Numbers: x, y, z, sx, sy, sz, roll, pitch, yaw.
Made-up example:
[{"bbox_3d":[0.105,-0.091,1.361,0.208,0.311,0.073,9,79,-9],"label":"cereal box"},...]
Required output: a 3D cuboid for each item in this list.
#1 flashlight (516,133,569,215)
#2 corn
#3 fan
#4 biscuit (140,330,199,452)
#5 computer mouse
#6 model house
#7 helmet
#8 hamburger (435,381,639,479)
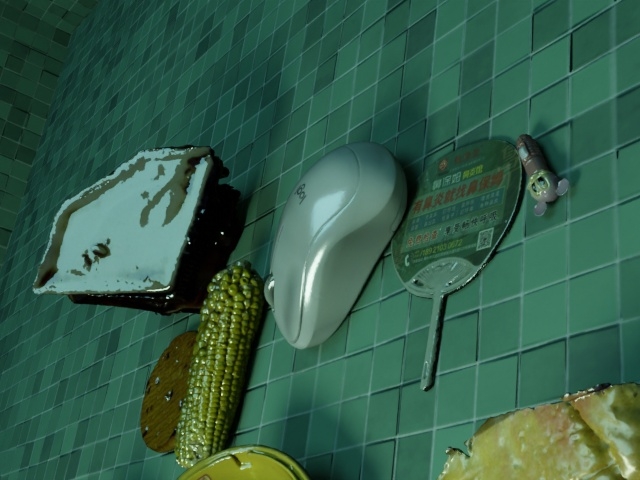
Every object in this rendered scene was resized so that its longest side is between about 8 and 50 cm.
[{"bbox_3d":[0.231,-0.077,1.035,0.052,0.031,0.110,-49,33,30],"label":"flashlight"},{"bbox_3d":[-0.151,0.183,1.438,0.097,0.097,0.320,-16,56,55],"label":"corn"},{"bbox_3d":[0.164,-0.001,1.119,0.223,0.012,0.294,-46,35,32],"label":"fan"},{"bbox_3d":[-0.235,0.247,1.589,0.212,0.036,0.212,-38,40,40],"label":"biscuit"},{"bbox_3d":[0.000,0.000,1.279,0.297,0.121,0.184,-55,32,22],"label":"computer mouse"},{"bbox_3d":[-0.287,-0.014,1.665,0.282,0.297,0.317,26,-100,-74],"label":"model house"},{"bbox_3d":[-0.078,0.365,1.128,0.205,0.140,0.257,-42,35,-22],"label":"helmet"},{"bbox_3d":[0.183,0.234,0.762,0.282,0.155,0.245,-11,64,53],"label":"hamburger"}]
